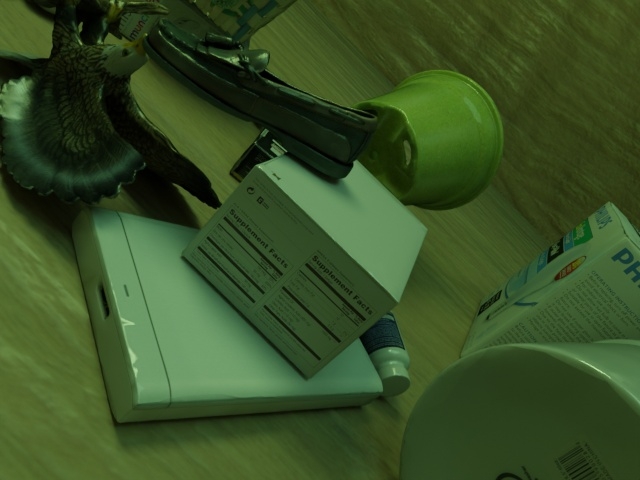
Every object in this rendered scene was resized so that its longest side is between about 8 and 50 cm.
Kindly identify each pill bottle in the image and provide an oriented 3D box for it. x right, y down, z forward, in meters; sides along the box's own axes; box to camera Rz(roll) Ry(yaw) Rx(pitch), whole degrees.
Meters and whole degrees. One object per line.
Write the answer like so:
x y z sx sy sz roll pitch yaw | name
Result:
0.088 0.157 0.813 0.067 0.067 0.120 29 29 -31 | pill bottle

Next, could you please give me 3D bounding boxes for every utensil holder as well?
0.326 0.282 0.701 0.385 0.327 0.327 11 41 -45 | utensil holder

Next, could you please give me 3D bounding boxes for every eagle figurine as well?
-0.258 -0.165 0.685 0.226 0.225 0.298 -12 87 -17 | eagle figurine

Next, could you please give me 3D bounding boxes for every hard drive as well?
-0.091 0.088 0.669 0.353 0.047 0.233 15 38 -48 | hard drive

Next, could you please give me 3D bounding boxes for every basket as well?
-0.146 -0.510 0.958 0.289 0.255 0.201 51 27 -16 | basket

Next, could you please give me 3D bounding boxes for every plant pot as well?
0.153 -0.167 1.043 0.276 0.276 0.254 52 38 14 | plant pot

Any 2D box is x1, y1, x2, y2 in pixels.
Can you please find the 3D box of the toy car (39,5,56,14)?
-0.424 -0.447 0.866 0.182 0.136 0.159 22 33 -40 | toy car

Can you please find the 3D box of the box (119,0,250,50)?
-0.258 -0.438 1.118 0.231 0.127 0.262 32 28 -24 | box

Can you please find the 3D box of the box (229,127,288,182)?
0.010 -0.090 1.060 0.322 0.079 0.257 39 27 -12 | box

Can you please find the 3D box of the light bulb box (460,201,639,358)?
0.505 0.144 1.121 0.225 0.361 0.358 48 25 5 | light bulb box

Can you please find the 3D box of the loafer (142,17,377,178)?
-0.058 -0.171 0.634 0.268 0.084 0.096 30 26 -20 | loafer

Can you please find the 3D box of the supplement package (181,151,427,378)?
0.000 0.000 0.716 0.204 0.145 0.262 44 25 0 | supplement package
